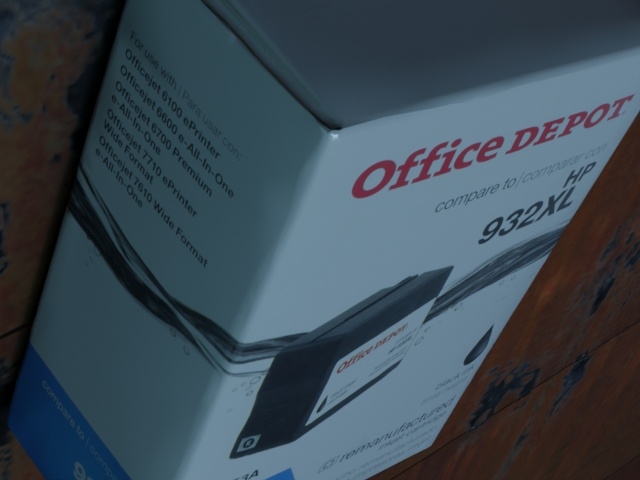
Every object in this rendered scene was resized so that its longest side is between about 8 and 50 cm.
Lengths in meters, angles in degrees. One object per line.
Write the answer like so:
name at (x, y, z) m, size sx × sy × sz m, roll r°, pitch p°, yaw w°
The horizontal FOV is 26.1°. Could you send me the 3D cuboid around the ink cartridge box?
ink cartridge box at (0.000, 0.000, 0.662) m, size 0.223 × 0.129 × 0.307 m, roll -18°, pitch 146°, yaw -39°
